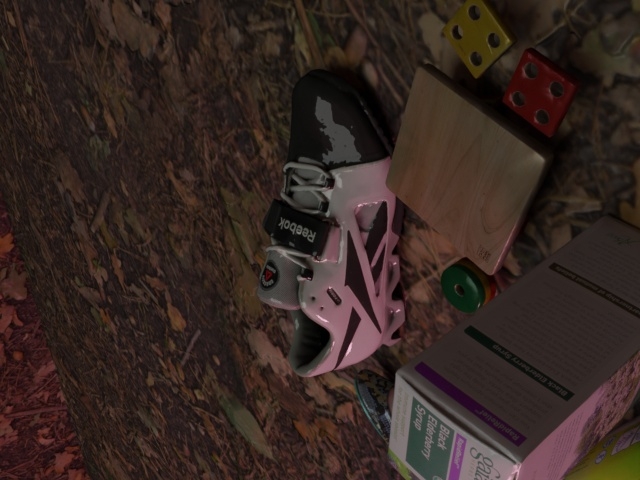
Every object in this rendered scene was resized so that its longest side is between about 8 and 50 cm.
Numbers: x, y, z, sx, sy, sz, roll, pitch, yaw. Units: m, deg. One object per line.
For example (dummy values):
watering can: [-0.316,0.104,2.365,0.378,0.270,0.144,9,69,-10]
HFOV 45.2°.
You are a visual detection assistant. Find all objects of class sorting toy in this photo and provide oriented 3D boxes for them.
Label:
sorting toy: [0.127,-0.069,0.629,0.132,0.046,0.274,43,145,27]

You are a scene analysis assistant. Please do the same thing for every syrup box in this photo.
syrup box: [0.158,0.084,0.522,0.096,0.237,0.093,35,141,35]

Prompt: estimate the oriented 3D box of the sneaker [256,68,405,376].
sneaker: [0.000,0.000,0.777,0.122,0.146,0.330,22,129,48]

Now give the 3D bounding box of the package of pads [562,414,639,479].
package of pads: [0.318,0.262,0.564,0.296,0.101,0.229,52,146,16]

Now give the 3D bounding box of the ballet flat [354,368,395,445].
ballet flat: [0.110,0.224,0.883,0.188,0.070,0.070,59,148,0]
